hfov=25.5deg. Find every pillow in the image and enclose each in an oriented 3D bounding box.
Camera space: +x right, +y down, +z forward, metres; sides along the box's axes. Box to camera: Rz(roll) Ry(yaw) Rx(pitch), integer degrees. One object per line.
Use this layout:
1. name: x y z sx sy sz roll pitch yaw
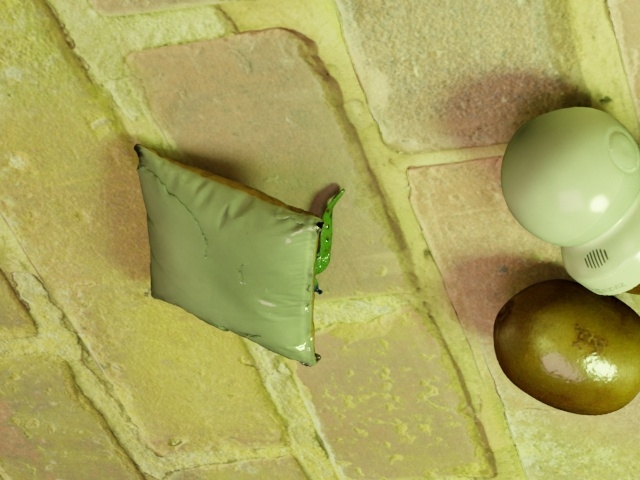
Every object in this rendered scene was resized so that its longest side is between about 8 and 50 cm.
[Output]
1. pillow: -0.134 0.026 2.088 0.312 0.119 0.310 20 139 19

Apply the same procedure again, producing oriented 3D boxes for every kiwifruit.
1. kiwifruit: 0.362 0.153 2.072 0.234 0.196 0.196 26 134 -18

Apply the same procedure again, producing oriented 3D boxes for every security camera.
1. security camera: 0.345 -0.065 1.867 0.236 0.194 0.194 39 130 -19

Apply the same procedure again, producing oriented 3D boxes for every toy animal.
1. toy animal: -0.017 -0.003 2.114 0.075 0.041 0.217 14 131 2

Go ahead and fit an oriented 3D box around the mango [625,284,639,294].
1. mango: 0.468 0.031 2.002 0.163 0.089 0.111 6 151 -8
